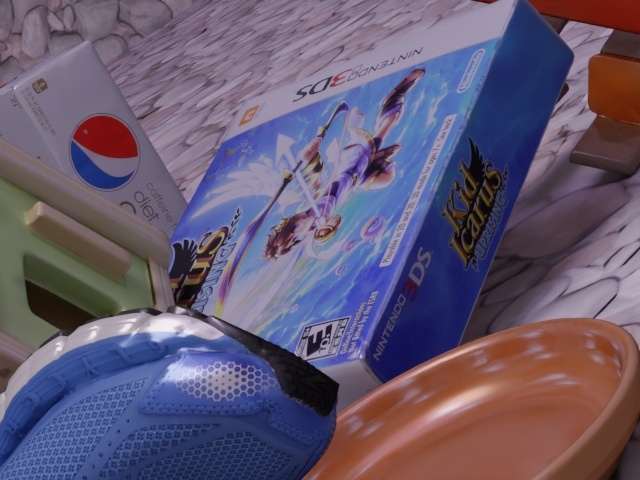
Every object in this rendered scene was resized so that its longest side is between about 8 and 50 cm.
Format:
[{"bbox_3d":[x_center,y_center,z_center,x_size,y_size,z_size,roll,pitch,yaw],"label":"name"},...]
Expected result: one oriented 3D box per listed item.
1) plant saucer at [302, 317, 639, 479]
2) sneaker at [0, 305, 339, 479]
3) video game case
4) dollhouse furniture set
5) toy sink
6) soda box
[{"bbox_3d":[0.054,0.102,0.796,0.200,0.037,0.200,-27,14,7],"label":"plant saucer"},{"bbox_3d":[-0.113,0.155,0.774,0.330,0.130,0.147,-40,38,26],"label":"sneaker"},{"bbox_3d":[0.000,0.000,1.055,0.244,0.061,0.269,-18,37,45],"label":"video game case"},{"bbox_3d":[0.184,-0.156,1.053,0.259,0.262,0.135,14,38,25],"label":"dollhouse furniture set"},{"bbox_3d":[-0.169,0.039,0.999,0.131,0.153,0.234,-43,35,21],"label":"toy sink"},{"bbox_3d":[-0.148,-0.028,1.296,0.074,0.216,0.069,-38,16,-31],"label":"soda box"}]
